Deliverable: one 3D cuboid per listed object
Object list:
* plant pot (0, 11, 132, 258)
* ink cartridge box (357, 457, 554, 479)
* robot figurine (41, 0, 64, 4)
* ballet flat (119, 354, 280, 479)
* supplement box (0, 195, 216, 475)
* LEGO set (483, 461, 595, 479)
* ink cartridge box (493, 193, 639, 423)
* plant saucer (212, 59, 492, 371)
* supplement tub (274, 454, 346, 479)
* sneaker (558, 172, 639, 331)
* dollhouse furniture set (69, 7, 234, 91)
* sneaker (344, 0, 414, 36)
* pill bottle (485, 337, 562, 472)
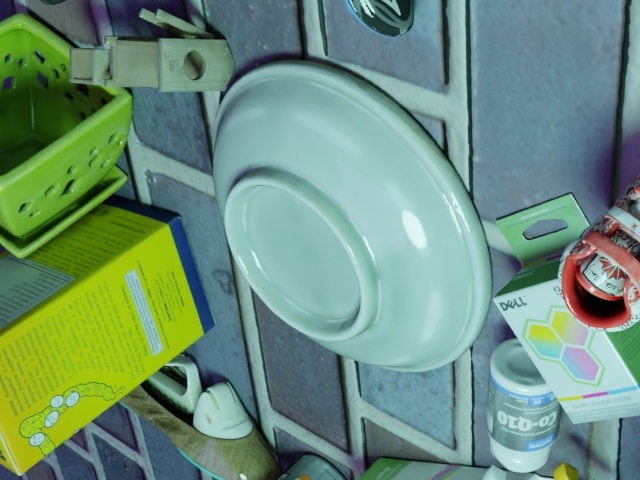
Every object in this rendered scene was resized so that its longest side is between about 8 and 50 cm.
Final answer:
[{"bbox_3d":[-0.398,-0.128,1.494,0.227,0.228,0.207,38,150,20],"label":"plant pot"},{"bbox_3d":[0.193,0.389,1.354,0.353,0.119,0.207,-9,112,52],"label":"ink cartridge box"},{"bbox_3d":[-0.228,-0.353,1.174,0.291,0.085,0.211,11,99,45],"label":"robot figurine"},{"bbox_3d":[-0.193,0.251,1.710,0.342,0.116,0.124,30,120,35],"label":"ballet flat"},{"bbox_3d":[-0.352,0.114,1.531,0.194,0.356,0.195,16,131,42],"label":"supplement box"},{"bbox_3d":[0.278,0.307,1.150,0.227,0.093,0.087,30,129,-6],"label":"LEGO set"},{"bbox_3d":[0.239,0.070,1.065,0.209,0.062,0.109,57,146,-6],"label":"ink cartridge box"},{"bbox_3d":[0.000,0.000,1.249,0.400,0.100,0.400,31,141,29],"label":"plant saucer"},{"bbox_3d":[-0.049,0.402,1.583,0.117,0.190,0.117,30,140,29],"label":"supplement tub"},{"bbox_3d":[0.278,-0.029,0.859,0.090,0.145,0.270,43,144,14],"label":"sneaker"},{"bbox_3d":[-0.195,-0.256,1.284,0.182,0.101,0.161,13,105,44],"label":"dollhouse furniture set"},{"bbox_3d":[0.057,-0.262,0.975,0.078,0.067,0.188,27,136,41],"label":"sneaker"},{"bbox_3d":[0.213,0.175,1.175,0.078,0.078,0.137,27,138,32],"label":"pill bottle"}]
